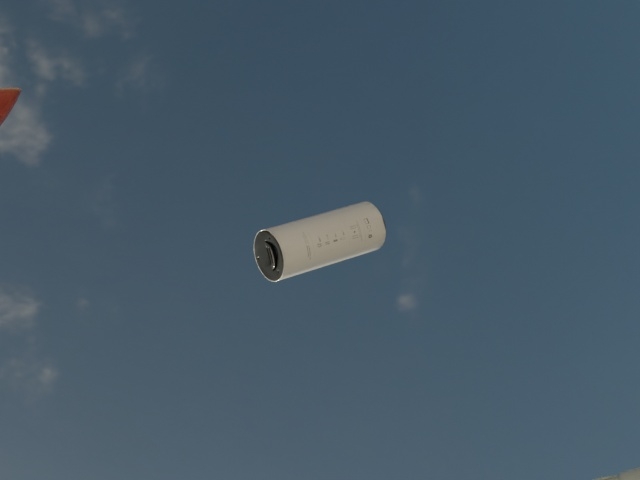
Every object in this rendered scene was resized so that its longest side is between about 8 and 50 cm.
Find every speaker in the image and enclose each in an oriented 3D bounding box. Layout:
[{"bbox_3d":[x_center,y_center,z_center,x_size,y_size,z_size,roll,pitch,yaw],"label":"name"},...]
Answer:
[{"bbox_3d":[0.000,0.000,1.055,0.136,0.055,0.055,-17,-77,-34],"label":"speaker"}]

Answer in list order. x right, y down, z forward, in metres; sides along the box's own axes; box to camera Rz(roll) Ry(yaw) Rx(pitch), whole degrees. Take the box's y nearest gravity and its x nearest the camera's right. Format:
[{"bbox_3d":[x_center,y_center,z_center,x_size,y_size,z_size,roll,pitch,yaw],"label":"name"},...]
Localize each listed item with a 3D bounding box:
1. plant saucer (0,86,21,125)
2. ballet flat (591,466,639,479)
[{"bbox_3d":[-0.388,-0.062,0.720,0.259,0.259,0.047,-14,-83,-54],"label":"plant saucer"},{"bbox_3d":[0.196,0.212,0.684,0.247,0.087,0.083,-53,-30,-3],"label":"ballet flat"}]
